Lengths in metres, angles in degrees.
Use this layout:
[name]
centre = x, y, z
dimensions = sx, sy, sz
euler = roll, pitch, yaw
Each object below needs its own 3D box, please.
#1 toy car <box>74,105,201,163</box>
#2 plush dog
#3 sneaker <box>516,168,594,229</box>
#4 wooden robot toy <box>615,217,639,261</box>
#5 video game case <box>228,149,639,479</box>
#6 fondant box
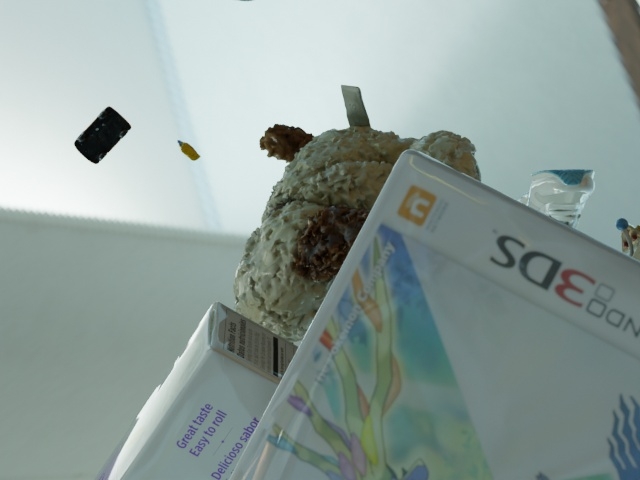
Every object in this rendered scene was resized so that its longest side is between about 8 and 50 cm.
[toy car]
centre = -0.189, -0.093, 1.620
dimensions = 0.122, 0.060, 0.040
euler = 25, -175, -15
[plush dog]
centre = 0.000, 0.000, 1.467
dimensions = 0.210, 0.262, 0.225
euler = 33, -137, 1
[sneaker]
centre = 0.310, -0.033, 2.089
dimensions = 0.087, 0.229, 0.092
euler = 0, -108, -5
[wooden robot toy]
centre = 0.318, 0.046, 1.481
dimensions = 0.076, 0.079, 0.173
euler = 25, -169, -33
[video game case]
centre = 0.088, 0.155, 0.825
dimensions = 0.300, 0.329, 0.036
euler = 29, -177, 32
[fondant box]
centre = -0.012, 0.236, 1.337
dimensions = 0.330, 0.238, 0.096
euler = 31, -161, -12
